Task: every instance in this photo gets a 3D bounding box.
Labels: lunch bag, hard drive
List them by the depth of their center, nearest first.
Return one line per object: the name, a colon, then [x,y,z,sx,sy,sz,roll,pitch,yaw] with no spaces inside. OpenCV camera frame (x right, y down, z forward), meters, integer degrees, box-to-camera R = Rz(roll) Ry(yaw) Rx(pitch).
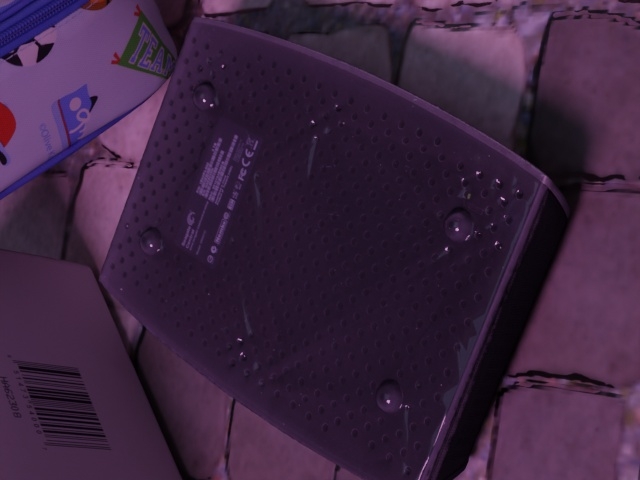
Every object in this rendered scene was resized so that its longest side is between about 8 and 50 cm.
hard drive: [0.000,0.000,0.731,0.255,0.054,0.172,29,102,43]
lunch bag: [-0.239,-0.125,0.878,0.243,0.115,0.303,-39,40,-23]

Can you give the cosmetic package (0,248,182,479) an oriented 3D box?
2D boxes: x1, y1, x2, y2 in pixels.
cosmetic package: [-0.202,0.158,0.835,0.224,0.138,0.224,-46,53,25]
